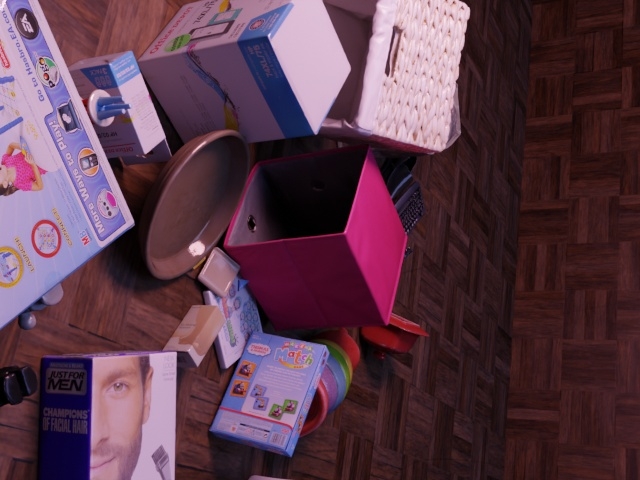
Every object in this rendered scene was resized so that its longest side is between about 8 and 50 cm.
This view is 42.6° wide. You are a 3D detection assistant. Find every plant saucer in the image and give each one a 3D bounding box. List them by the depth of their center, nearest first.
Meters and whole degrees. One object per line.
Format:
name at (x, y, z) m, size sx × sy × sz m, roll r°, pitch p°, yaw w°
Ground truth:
plant saucer at (-0.212, -0.063, 1.366) m, size 0.278 × 0.041 × 0.277 m, roll -53°, pitch 161°, yaw -27°

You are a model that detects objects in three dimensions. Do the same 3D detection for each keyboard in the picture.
keyboard at (0.205, -0.001, 2.200) m, size 0.317 × 0.033 × 0.201 m, roll -47°, pitch 139°, yaw -39°

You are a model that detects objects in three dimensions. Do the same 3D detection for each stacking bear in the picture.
stacking bear at (-0.007, 0.275, 1.725) m, size 0.289 × 0.164 × 0.175 m, roll -33°, pitch 117°, yaw -63°

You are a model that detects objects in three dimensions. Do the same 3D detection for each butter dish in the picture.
butter dish at (0.168, 0.245, 2.078) m, size 0.160 × 0.160 × 0.118 m, roll 20°, pitch 93°, yaw -59°

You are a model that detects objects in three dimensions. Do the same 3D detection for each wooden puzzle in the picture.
wooden puzzle at (-0.188, 0.059, 1.508) m, size 0.116 × 0.014 × 0.078 m, roll 49°, pitch 56°, yaw -23°

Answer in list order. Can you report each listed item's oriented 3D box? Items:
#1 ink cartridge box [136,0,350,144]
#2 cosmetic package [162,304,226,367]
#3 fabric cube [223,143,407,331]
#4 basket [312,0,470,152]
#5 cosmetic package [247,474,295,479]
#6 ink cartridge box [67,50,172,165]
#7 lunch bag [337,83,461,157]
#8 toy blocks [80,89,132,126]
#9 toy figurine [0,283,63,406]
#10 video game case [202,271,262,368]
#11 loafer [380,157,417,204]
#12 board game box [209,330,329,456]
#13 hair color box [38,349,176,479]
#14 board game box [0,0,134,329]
ink cartridge box at (-0.128, -0.299, 1.415) m, size 0.197 × 0.270 × 0.198 m, roll 62°, pitch 37°, yaw -36°
cosmetic package at (-0.219, 0.166, 1.430) m, size 0.041 × 0.060 × 0.115 m, roll 67°, pitch 33°, yaw -33°
fabric cube at (0.000, 0.000, 1.627) m, size 0.254 × 0.259 × 0.258 m, roll -74°, pitch 149°, yaw -41°
basket at (0.085, -0.355, 1.634) m, size 0.267 × 0.331 × 0.328 m, roll 8°, pitch 93°, yaw -40°
cosmetic package at (-0.097, 0.556, 1.529) m, size 0.184 × 0.151 × 0.151 m, roll -34°, pitch 117°, yaw -59°
ink cartridge box at (-0.308, -0.185, 1.245) m, size 0.061 × 0.104 × 0.181 m, roll -53°, pitch 133°, yaw -50°
lunch bag at (0.197, -0.291, 2.049) m, size 0.287 × 0.235 × 0.168 m, roll -46°, pitch 132°, yaw -54°
toy blocks at (-0.346, -0.170, 1.129) m, size 0.123 × 0.148 × 0.054 m, roll -40°, pitch 122°, yaw -56°
toy figurine at (-0.433, 0.089, 0.966) m, size 0.213 × 0.148 × 0.209 m, roll 44°, pitch 44°, yaw -49°
video game case at (-0.165, 0.144, 1.575) m, size 0.143 × 0.019 × 0.157 m, roll -35°, pitch 118°, yaw -57°
loafer at (0.209, -0.173, 2.227) m, size 0.080 × 0.078 × 0.220 m, roll 61°, pitch 38°, yaw -40°
board game box at (-0.092, 0.280, 1.527) m, size 0.039 × 0.160 × 0.211 m, roll 63°, pitch 42°, yaw -52°
hair color box at (-0.309, 0.334, 1.205) m, size 0.185 × 0.110 × 0.338 m, roll 8°, pitch 79°, yaw -60°
board game box at (-0.368, -0.079, 0.862) m, size 0.302 × 0.086 × 0.308 m, roll -49°, pitch 127°, yaw -52°
